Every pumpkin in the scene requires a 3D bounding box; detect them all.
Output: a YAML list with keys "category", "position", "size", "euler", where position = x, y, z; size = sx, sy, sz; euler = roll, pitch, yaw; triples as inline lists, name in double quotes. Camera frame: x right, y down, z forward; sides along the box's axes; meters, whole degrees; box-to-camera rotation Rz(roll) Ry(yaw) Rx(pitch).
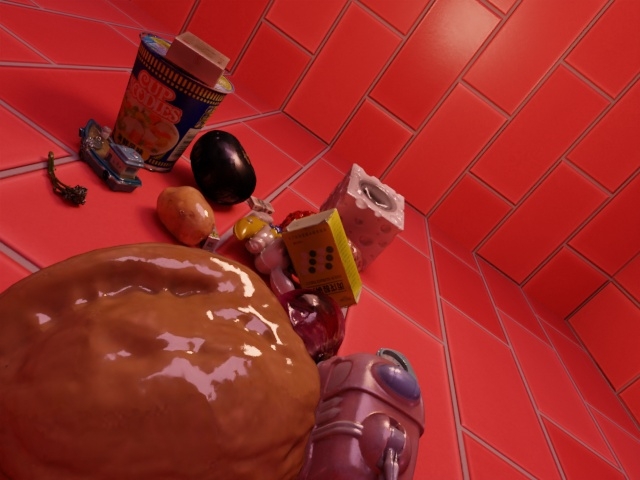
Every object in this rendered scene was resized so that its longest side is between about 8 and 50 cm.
- category: "pumpkin"
  position: [-0.291, -0.221, 1.384]
  size: [0.233, 0.163, 0.232]
  euler: [-23, 90, -84]

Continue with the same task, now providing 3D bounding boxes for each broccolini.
- category: "broccolini"
  position: [-0.573, -0.141, 1.007]
  size: [0.052, 0.054, 0.194]
  euler: [-21, 57, -44]

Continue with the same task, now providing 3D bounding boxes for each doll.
- category: "doll"
  position: [-0.131, 0.025, 1.243]
  size: [0.237, 0.111, 0.252]
  euler: [52, 17, -7]

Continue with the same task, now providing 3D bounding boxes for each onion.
- category: "onion"
  position: [-0.040, 0.186, 0.940]
  size: [0.208, 0.200, 0.200]
  euler: [15, 29, -26]

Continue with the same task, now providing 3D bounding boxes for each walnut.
- category: "walnut"
  position: [-0.196, 0.184, 0.556]
  size: [0.384, 0.383, 0.383]
  euler: [32, 22, -14]

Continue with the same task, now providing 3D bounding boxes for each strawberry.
- category: "strawberry"
  position: [0.000, 0.000, 1.458]
  size: [0.265, 0.149, 0.336]
  euler: [14, 30, -43]

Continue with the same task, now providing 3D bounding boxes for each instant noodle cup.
- category: "instant noodle cup"
  position: [-0.445, -0.376, 1.313]
  size: [0.284, 0.312, 0.284]
  euler: [32, 21, -14]

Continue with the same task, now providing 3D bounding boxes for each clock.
- category: "clock"
  position: [0.179, 0.331, 1.194]
  size: [0.147, 0.045, 0.108]
  euler: [24, 24, -29]

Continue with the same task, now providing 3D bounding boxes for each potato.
- category: "potato"
  position: [-0.328, -0.066, 1.120]
  size: [0.178, 0.119, 0.109]
  euler: [46, -22, 25]

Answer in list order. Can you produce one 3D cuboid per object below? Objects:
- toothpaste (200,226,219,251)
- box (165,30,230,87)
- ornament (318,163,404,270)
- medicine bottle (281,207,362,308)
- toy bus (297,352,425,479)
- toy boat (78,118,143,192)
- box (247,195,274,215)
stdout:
- category: "toothpaste"
  position: [-0.302, -0.037, 1.204]
  size: [0.034, 0.046, 0.164]
  euler: [16, 29, -36]
- category: "box"
  position: [-0.320, -0.484, 1.214]
  size: [0.141, 0.058, 0.201]
  euler: [29, 21, -21]
- category: "ornament"
  position: [0.141, -0.086, 1.675]
  size: [0.240, 0.239, 0.239]
  euler: [33, 32, -11]
- category: "medicine bottle"
  position: [0.007, 0.056, 1.221]
  size: [0.141, 0.137, 0.249]
  euler: [-61, 133, -69]
- category: "toy bus"
  position: [0.064, 0.313, 0.746]
  size: [0.197, 0.231, 0.294]
  euler: [35, 39, -7]
- category: "toy boat"
  position: [-0.537, -0.228, 1.163]
  size: [0.238, 0.098, 0.109]
  euler: [45, 19, 21]
- category: "box"
  position: [-0.202, -0.118, 1.557]
  size: [0.083, 0.024, 0.054]
  euler: [19, 29, -39]
